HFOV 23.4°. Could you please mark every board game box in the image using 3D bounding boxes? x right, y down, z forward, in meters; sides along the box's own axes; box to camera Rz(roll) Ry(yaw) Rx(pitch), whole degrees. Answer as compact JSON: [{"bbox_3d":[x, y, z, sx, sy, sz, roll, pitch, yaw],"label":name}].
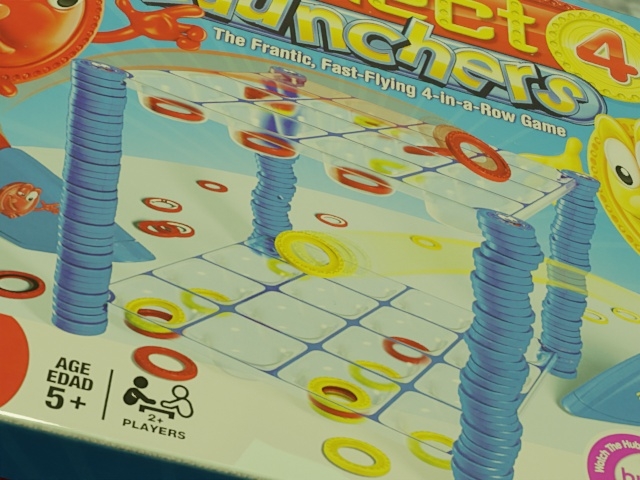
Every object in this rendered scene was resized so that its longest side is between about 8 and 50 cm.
[{"bbox_3d":[0.000,0.000,0.590,0.308,0.086,0.302,14,43,-10],"label":"board game box"}]
